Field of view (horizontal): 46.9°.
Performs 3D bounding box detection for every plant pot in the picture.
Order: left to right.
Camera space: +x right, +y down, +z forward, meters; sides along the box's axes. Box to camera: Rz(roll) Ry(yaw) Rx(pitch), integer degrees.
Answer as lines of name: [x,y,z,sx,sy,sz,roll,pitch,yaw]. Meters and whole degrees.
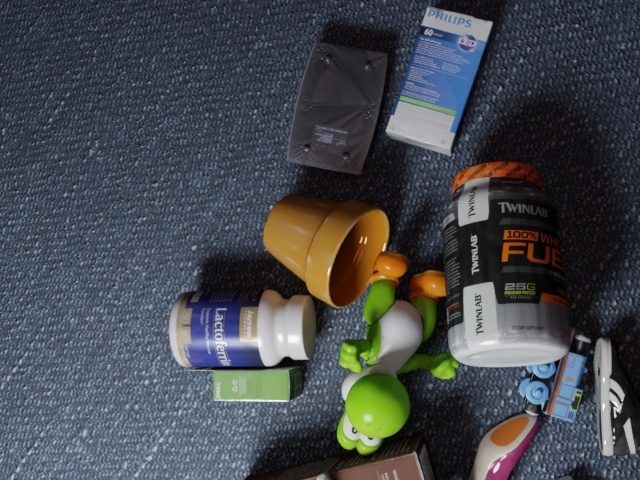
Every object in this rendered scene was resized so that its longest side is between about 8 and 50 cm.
plant pot: [0.000,0.000,1.425,0.188,0.205,0.205,25,91,28]

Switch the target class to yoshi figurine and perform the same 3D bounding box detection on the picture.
yoshi figurine: [0.131,0.208,1.329,0.204,0.203,0.362,9,72,32]

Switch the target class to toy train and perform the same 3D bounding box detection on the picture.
toy train: [0.437,0.240,1.364,0.105,0.080,0.184,17,87,4]

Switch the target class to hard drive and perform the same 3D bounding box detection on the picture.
hard drive: [0.037,-0.265,1.499,0.172,0.054,0.254,13,88,13]

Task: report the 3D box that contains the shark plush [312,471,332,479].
shark plush: [0.030,0.478,1.252,0.067,0.073,0.161,-33,73,-23]

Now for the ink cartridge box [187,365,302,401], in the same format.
ink cartridge box: [-0.149,0.284,1.469,0.209,0.109,0.062,-2,84,12]

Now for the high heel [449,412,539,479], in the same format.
high heel: [0.340,0.436,1.383,0.244,0.082,0.117,-46,112,-9]

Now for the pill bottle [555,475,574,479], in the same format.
pill bottle: [0.466,0.493,1.340,0.067,0.067,0.120,-31,80,8]

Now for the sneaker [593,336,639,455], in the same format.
sneaker: [0.564,0.280,1.336,0.121,0.079,0.216,-3,93,9]

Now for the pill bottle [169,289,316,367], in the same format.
pill bottle: [-0.149,0.173,1.456,0.265,0.153,0.153,-3,85,12]

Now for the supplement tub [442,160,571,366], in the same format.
supplement tub: [0.324,0.044,1.314,0.207,0.207,0.337,-5,70,12]

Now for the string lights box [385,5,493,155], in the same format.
string lights box: [0.234,-0.312,1.448,0.133,0.077,0.259,19,90,13]

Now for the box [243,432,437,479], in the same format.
box: [0.022,0.483,1.375,0.382,0.191,0.143,-15,83,11]
